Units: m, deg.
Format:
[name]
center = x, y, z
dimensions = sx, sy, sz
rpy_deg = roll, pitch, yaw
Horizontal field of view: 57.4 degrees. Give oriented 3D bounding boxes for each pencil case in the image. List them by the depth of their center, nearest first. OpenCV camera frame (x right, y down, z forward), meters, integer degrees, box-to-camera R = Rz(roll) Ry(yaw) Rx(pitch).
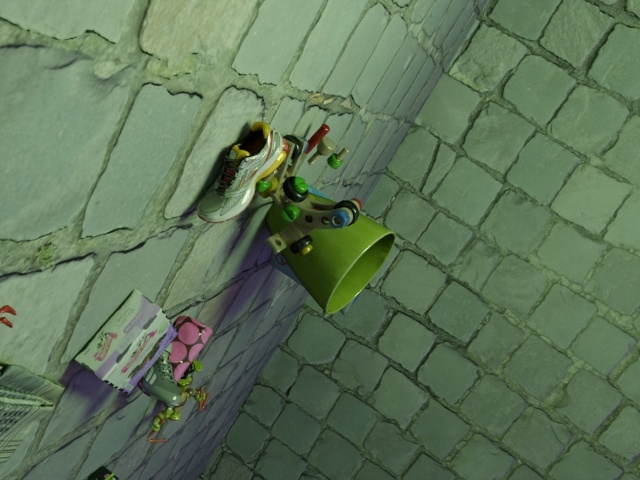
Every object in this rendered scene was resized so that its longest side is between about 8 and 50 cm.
[pencil case]
center = -0.355, 0.276, 1.399
dimensions = 0.209, 0.098, 0.095
rpy_deg = -55, -173, -23

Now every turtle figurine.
[turtle figurine]
center = -0.409, 0.452, 1.714
dimensions = 0.269, 0.087, 0.217
rpy_deg = -25, 141, -55

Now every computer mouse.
[computer mouse]
center = -0.369, 0.324, 1.531
dimensions = 0.042, 0.106, 0.193
rpy_deg = -14, 157, -25

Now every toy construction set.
[toy construction set]
center = -0.060, -0.110, 1.378
dimensions = 0.237, 0.257, 0.309
rpy_deg = -42, -157, 35

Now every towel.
[towel]
center = -0.524, 0.320, 0.838
dimensions = 0.324, 0.056, 0.312
rpy_deg = -54, 170, -18

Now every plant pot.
[plant pot]
center = 0.000, 0.000, 1.564
dimensions = 0.275, 0.293, 0.275
rpy_deg = -44, 161, -19

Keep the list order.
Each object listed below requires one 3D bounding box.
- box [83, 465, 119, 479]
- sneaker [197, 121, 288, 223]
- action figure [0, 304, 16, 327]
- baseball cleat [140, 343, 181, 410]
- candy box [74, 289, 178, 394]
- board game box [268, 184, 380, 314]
[box]
center = -0.592, 0.655, 1.555
dimensions = 0.052, 0.062, 0.083
rpy_deg = -60, 170, 15
[sneaker]
center = -0.160, -0.132, 1.102
dimensions = 0.225, 0.088, 0.093
rpy_deg = -54, 150, -11
[action figure]
center = -0.430, 0.117, 0.721
dimensions = 0.038, 0.030, 0.115
rpy_deg = -56, 169, 28
[baseball cleat]
center = -0.346, 0.275, 1.252
dimensions = 0.072, 0.206, 0.109
rpy_deg = 34, 80, -44
[candy box]
center = -0.371, 0.205, 1.147
dimensions = 0.165, 0.070, 0.196
rpy_deg = -52, 170, -20
[board game box]
center = 0.019, 0.034, 1.791
dimensions = 0.086, 0.302, 0.308
rpy_deg = -46, 167, -46
